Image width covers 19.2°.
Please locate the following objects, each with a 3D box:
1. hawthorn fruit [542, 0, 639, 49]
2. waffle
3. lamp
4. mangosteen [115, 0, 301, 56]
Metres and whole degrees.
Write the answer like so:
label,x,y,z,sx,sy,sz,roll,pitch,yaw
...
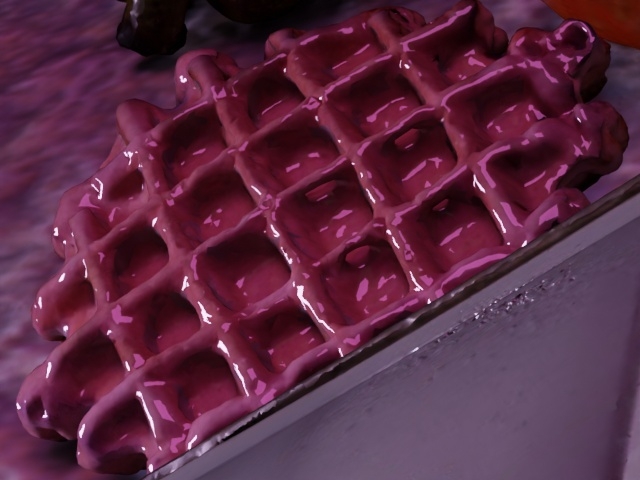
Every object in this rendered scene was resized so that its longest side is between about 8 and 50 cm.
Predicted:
label,x,y,z,sx,sy,sz,roll,pitch,yaw
hawthorn fruit,0.158,-0.180,0.795,0.262,0.210,0.210,-12,30,24
waffle,-0.008,0.000,0.685,0.234,0.055,0.221,5,59,37
lamp,-0.003,0.111,0.458,0.266,0.047,0.269,-31,20,33
mangosteen,-0.043,-0.213,0.981,0.215,0.215,0.257,28,88,51
